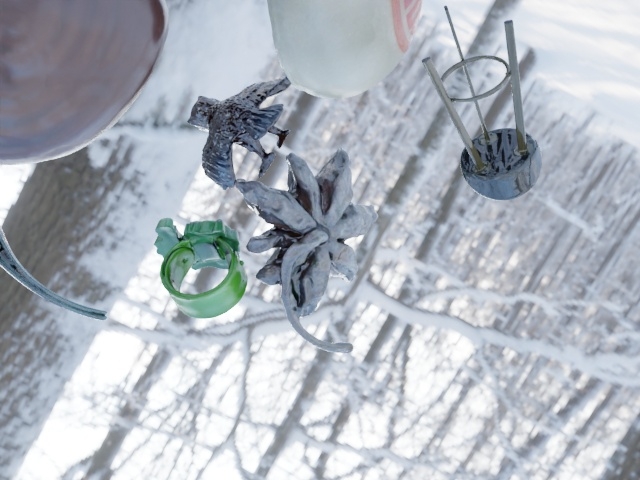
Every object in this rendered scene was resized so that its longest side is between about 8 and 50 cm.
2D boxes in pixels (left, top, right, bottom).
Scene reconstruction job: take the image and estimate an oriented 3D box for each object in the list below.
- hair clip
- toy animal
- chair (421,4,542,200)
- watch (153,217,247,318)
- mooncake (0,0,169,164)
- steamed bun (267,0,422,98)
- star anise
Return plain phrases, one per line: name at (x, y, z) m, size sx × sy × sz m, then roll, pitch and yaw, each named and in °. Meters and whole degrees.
hair clip at (-0.433, 0.064, 1.547) m, size 0.229 × 0.070 × 0.039 m, roll 38°, pitch 171°, yaw -6°
toy animal at (-0.133, -0.191, 1.548) m, size 0.179 × 0.218 × 0.116 m, roll 24°, pitch 166°, yaw 20°
chair at (0.185, -0.156, 1.141) m, size 0.095 × 0.104 × 0.221 m, roll -103°, pitch -10°, yaw -54°
watch at (-0.205, 0.054, 1.653) m, size 0.165 × 0.152 × 0.131 m, roll -3°, pitch 147°, yaw 11°
mooncake at (-0.349, -0.263, 1.223) m, size 0.325 × 0.334 × 0.174 m, roll -8°, pitch -163°, yaw -3°
steamed bun at (0.042, -0.325, 1.288) m, size 0.177 × 0.283 × 0.283 m, roll -1°, pitch -175°, yaw 15°
star anise at (0.000, 0.000, 1.663) m, size 0.359 × 0.316 × 0.139 m, roll 33°, pitch 173°, yaw -36°
